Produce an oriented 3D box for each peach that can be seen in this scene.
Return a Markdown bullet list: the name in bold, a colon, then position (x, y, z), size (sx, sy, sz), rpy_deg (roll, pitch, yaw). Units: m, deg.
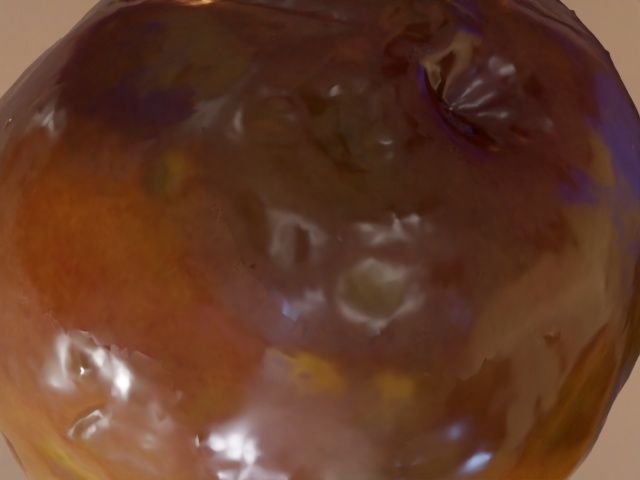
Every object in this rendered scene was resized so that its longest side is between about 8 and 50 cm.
- **peach**: position (0.000, 0.000, 0.821), size (0.342, 0.302, 0.343), rpy_deg (9, -124, -14)
